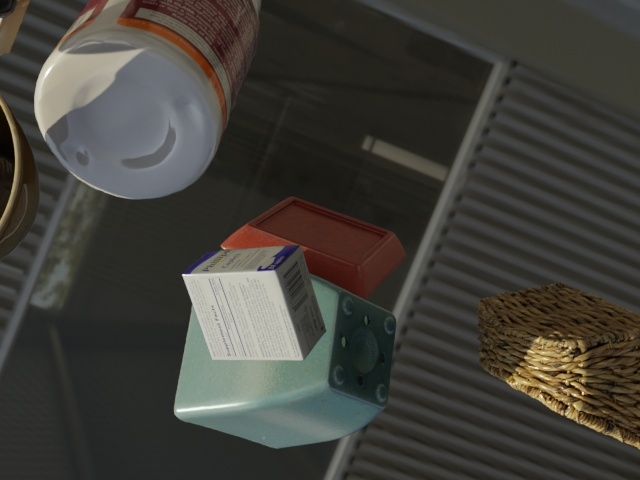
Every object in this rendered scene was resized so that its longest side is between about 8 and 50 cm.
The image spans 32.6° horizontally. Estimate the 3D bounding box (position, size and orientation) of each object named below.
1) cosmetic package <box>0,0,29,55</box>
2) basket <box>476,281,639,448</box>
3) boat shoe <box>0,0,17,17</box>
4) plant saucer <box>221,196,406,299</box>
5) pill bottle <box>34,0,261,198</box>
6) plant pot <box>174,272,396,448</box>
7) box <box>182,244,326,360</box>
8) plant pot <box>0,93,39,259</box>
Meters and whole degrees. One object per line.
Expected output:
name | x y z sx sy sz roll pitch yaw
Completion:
cosmetic package | -0.438 -0.312 1.487 0.060 0.115 0.041 47 -142 14
basket | 0.379 0.215 1.731 0.213 0.223 0.299 -11 -165 -20
boat shoe | -0.505 -0.345 1.303 0.105 0.113 0.306 26 176 46
plant saucer | 0.000 0.000 1.856 0.259 0.048 0.258 21 -158 14
pill bottle | -0.201 -0.246 1.412 0.224 0.224 0.392 22 -144 -6
plant pot | -0.031 0.169 1.646 0.252 0.248 0.247 -9 155 39
box | -0.079 0.077 1.332 0.137 0.126 0.072 -3 -154 29
plant pot | -0.388 -0.054 1.136 0.237 0.237 0.254 22 175 5
